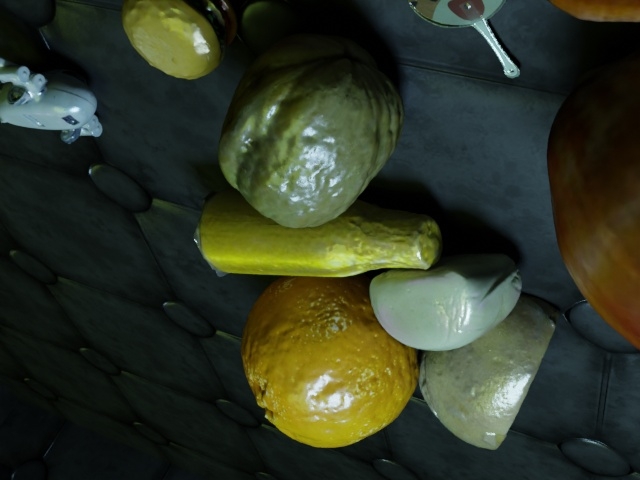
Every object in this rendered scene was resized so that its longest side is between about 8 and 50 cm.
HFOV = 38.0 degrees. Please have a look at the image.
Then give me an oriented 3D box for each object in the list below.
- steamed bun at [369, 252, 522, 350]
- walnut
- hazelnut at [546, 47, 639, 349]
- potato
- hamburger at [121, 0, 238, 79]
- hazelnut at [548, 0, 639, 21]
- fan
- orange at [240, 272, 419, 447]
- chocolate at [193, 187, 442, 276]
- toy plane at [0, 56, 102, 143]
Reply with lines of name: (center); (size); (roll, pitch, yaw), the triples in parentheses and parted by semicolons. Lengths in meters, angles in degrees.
steamed bun: (0.205, 0.105, 1.497); (0.239, 0.170, 0.152); (-5, 100, 51)
walnut: (-0.012, -0.152, 1.272); (0.283, 0.227, 0.283); (-14, 149, -9)
hazelnut: (0.411, -0.039, 1.004); (0.366, 0.365, 0.365); (22, 149, 14)
potato: (0.267, 0.211, 1.612); (0.211, 0.189, 0.264); (25, 150, 8)
hamburger: (-0.197, -0.306, 1.302); (0.162, 0.115, 0.162); (20, 149, 12)
hazelnut: (0.280, -0.286, 0.867); (0.214, 0.176, 0.214); (30, 179, 1)
fan: (0.179, -0.282, 1.120); (0.153, 0.008, 0.226); (-12, 130, 48)
orange: (0.005, 0.216, 1.706); (0.340, 0.293, 0.340); (45, 155, 28)
chocolate: (0.000, 0.000, 1.557); (0.446, 0.162, 0.162); (5, 142, 36)
toy plane: (-0.493, -0.255, 1.648); (0.245, 0.117, 0.244); (15, 163, 5)
